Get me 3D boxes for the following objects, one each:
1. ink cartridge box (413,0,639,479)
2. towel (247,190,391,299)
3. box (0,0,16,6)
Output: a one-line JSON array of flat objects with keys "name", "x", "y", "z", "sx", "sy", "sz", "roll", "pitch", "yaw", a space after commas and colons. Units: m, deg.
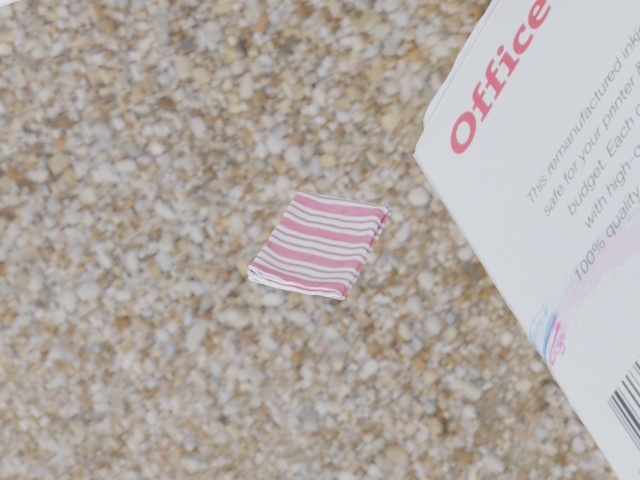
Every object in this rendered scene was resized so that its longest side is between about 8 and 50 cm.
[{"name": "ink cartridge box", "x": 0.187, "y": -0.024, "z": 0.525, "sx": 0.226, "sy": 0.131, "sz": 0.306, "roll": -59, "pitch": 35, "yaw": 28}, {"name": "towel", "x": 0.000, "y": 0.000, "z": 1.847, "sx": 0.144, "sy": 0.197, "sz": 0.029, "roll": 11, "pitch": 134, "yaw": 20}, {"name": "box", "x": -0.121, "y": -0.197, "z": 0.693, "sx": 0.203, "sy": 0.103, "sz": 0.114, "roll": -6, "pitch": 112, "yaw": 44}]
